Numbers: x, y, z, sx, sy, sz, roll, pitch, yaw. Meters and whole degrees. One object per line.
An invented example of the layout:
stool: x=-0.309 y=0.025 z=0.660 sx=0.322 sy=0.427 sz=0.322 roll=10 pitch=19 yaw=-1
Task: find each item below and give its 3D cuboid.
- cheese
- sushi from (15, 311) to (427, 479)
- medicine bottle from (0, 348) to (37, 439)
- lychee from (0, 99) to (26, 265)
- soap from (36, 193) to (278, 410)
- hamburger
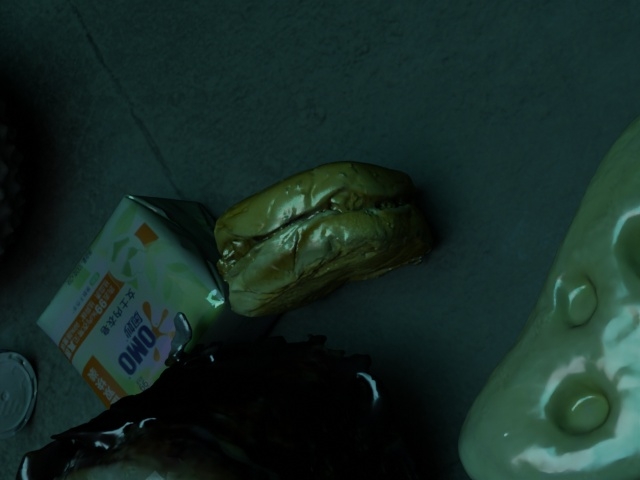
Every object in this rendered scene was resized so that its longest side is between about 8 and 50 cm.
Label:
cheese: x=0.269 y=0.050 z=1.035 sx=0.351 sy=0.129 sz=0.328 roll=-15 pitch=75 yaw=27
sushi: x=-0.087 y=0.242 z=1.045 sx=0.299 sy=0.294 sz=0.281 roll=3 pitch=112 yaw=29
medicine bottle: x=-0.558 y=0.173 z=1.508 sx=0.426 sy=0.108 sz=0.108 roll=4 pitch=88 yaw=30
lychee: x=-0.534 y=-0.092 z=1.372 sx=0.380 sy=0.380 sz=0.432 roll=-37 pitch=49 yaw=22
soap: x=-0.170 y=0.078 z=1.276 sx=0.182 sy=0.138 sz=0.199 roll=44 pitch=107 yaw=24
hamburger: x=-0.001 y=0.000 z=1.152 sx=0.213 sy=0.213 sz=0.108 roll=-21 pitch=76 yaw=27
